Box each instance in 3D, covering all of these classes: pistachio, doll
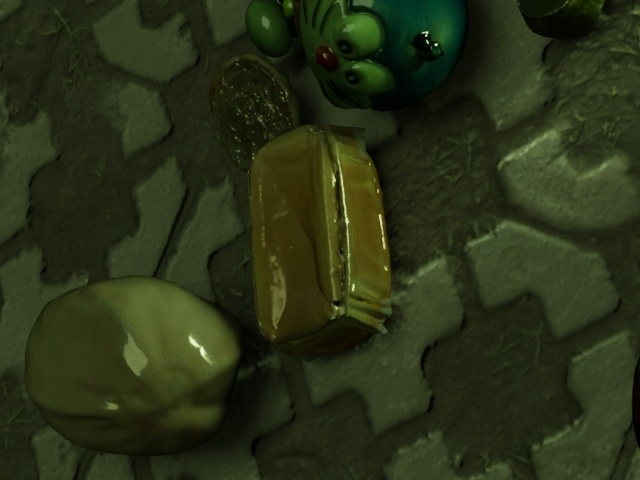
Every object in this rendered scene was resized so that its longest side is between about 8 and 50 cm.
[{"bbox_3d":[-0.217,0.133,2.168,0.226,0.208,0.331,-38,23,-31],"label":"pistachio"},{"bbox_3d":[0.040,-0.255,2.093,0.186,0.199,0.322,-26,39,-17],"label":"doll"}]

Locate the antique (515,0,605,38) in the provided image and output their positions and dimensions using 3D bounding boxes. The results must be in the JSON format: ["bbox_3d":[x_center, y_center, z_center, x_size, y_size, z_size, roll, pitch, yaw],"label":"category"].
[{"bbox_3d":[0.244,-0.318,2.026,0.081,0.080,0.221,-18,67,33],"label":"antique"}]

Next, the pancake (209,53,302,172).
[{"bbox_3d":[-0.076,-0.144,2.213,0.151,0.025,0.152,23,125,38],"label":"pancake"}]

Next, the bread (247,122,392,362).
[{"bbox_3d":[0.000,0.000,2.095,0.136,0.107,0.241,-20,64,34],"label":"bread"}]

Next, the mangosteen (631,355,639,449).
[{"bbox_3d":[0.381,0.142,1.703,0.217,0.192,0.192,-22,63,41],"label":"mangosteen"}]
